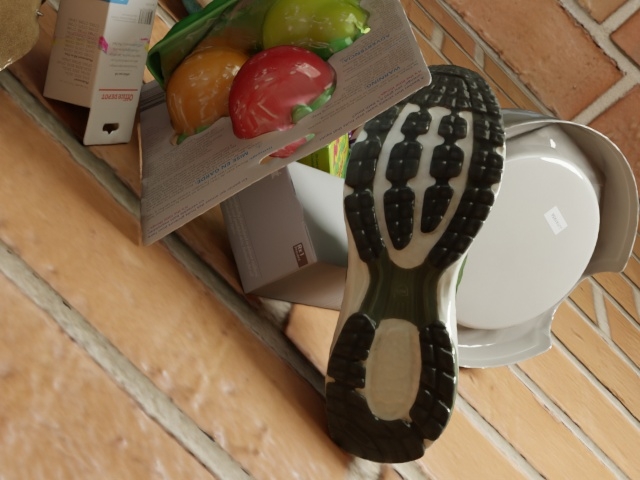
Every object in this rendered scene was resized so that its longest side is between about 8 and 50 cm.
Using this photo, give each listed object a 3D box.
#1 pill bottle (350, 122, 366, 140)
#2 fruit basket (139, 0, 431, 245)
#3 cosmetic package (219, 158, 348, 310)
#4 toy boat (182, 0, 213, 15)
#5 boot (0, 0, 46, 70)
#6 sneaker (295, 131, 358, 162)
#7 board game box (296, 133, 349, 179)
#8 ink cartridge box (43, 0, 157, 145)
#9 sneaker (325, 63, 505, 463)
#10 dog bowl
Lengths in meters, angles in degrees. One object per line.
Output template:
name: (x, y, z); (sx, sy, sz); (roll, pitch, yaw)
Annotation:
pill bottle: (0.091, -0.155, 2.023); (0.121, 0.121, 0.216); (36, 22, -31)
fruit basket: (-0.046, -0.155, 1.434); (0.165, 0.327, 0.353); (53, 13, -36)
cosmetic package: (0.000, 0.000, 1.517); (0.238, 0.107, 0.127); (15, 54, -55)
toy boat: (-0.079, -0.327, 2.001); (0.267, 0.148, 0.318); (40, 27, -7)
boot: (-0.308, -0.245, 1.314); (0.115, 0.112, 0.305); (54, 38, -19)
sneaker: (0.021, -0.083, 1.763); (0.083, 0.098, 0.224); (33, 23, -36)
board game box: (0.004, -0.096, 1.629); (0.181, 0.043, 0.092); (86, 17, -57)
ink cartridge box: (-0.228, -0.194, 1.409); (0.061, 0.181, 0.104); (16, 10, 18)
sneaker: (0.088, 0.020, 1.418); (0.158, 0.410, 0.182); (13, -3, 3)
dog bowl: (0.230, -0.011, 1.733); (0.349, 0.349, 0.102); (34, 10, -35)
